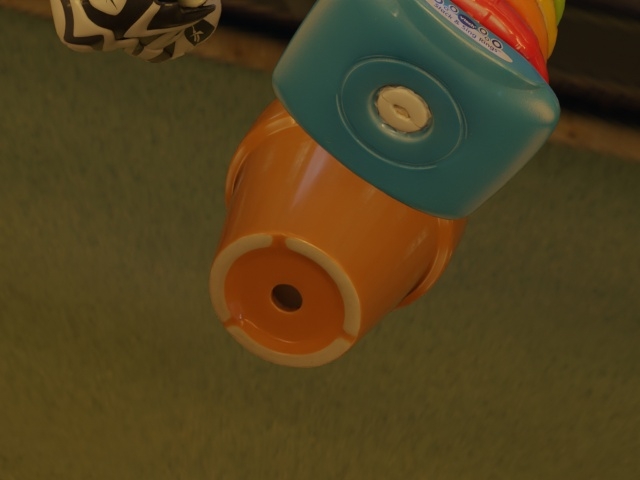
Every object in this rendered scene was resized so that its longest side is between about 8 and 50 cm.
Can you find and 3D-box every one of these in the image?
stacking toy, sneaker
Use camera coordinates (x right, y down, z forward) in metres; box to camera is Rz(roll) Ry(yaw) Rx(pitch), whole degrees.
[{"bbox_3d":[0.116,-0.178,1.294,0.175,0.166,0.302,37,49,-3],"label":"stacking toy"},{"bbox_3d":[-0.131,-0.237,1.756,0.153,0.235,0.094,-15,82,33],"label":"sneaker"}]

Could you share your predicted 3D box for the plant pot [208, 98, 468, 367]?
[{"bbox_3d":[0.000,0.000,1.502,0.205,0.205,0.188,25,37,6],"label":"plant pot"}]
